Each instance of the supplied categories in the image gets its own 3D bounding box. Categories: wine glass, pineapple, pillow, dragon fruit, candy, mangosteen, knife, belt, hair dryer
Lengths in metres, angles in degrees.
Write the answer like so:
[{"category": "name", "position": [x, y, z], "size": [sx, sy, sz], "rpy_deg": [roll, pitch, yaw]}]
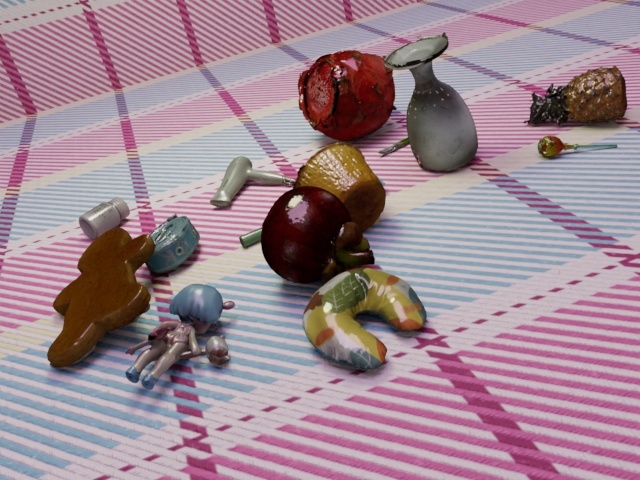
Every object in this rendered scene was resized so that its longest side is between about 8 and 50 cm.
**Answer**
[{"category": "wine glass", "position": [0.302, -0.356, 1.597], "size": [0.190, 0.357, 0.190], "rpy_deg": [-18, 36, 14]}, {"category": "pineapple", "position": [0.722, -0.399, 1.711], "size": [0.279, 0.158, 0.158], "rpy_deg": [-5, 30, 36]}, {"category": "pillow", "position": [0.082, 0.142, 1.139], "size": [0.233, 0.086, 0.214], "rpy_deg": [-32, 46, -32]}, {"category": "dragon fruit", "position": [0.090, -0.469, 1.912], "size": [0.302, 0.295, 0.295], "rpy_deg": [-28, 34, -28]}, {"category": "candy", "position": [0.676, -0.248, 1.571], "size": [0.201, 0.060, 0.060], "rpy_deg": [1, 33, 6]}, {"category": "mangosteen", "position": [0.000, 0.000, 1.283], "size": [0.257, 0.215, 0.215], "rpy_deg": [22, 41, 14]}, {"category": "knife", "position": [0.243, -0.295, 1.823], "size": [0.184, 0.026, 0.022], "rpy_deg": [-26, 73, -24]}, {"category": "belt", "position": [-0.378, 0.011, 1.507], "size": [0.148, 0.082, 0.163], "rpy_deg": [11, 47, 48]}, {"category": "hair dryer", "position": [-0.182, -0.164, 1.754], "size": [0.237, 0.075, 0.206], "rpy_deg": [4, 42, 12]}]

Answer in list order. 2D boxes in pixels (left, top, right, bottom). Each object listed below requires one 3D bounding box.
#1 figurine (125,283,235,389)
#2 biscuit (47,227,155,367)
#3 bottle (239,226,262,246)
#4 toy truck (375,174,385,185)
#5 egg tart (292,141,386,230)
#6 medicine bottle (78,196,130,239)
[{"category": "figurine", "position": [-0.263, 0.183, 1.168], "size": [0.205, 0.103, 0.260], "rpy_deg": [5, 35, 28]}, {"category": "biscuit", "position": [-0.492, 0.102, 1.386], "size": [0.283, 0.064, 0.432], "rpy_deg": [-36, 32, 1]}, {"category": "bottle", "position": [-0.164, -0.012, 1.513], "size": [0.083, 0.030, 0.030], "rpy_deg": [-25, 33, -19]}, {"category": "toy truck", "position": [0.134, -0.154, 1.613], "size": [0.090, 0.056, 0.073], "rpy_deg": [14, 33, 18]}, {"category": "egg tart", "position": [0.053, -0.120, 1.451], "size": [0.215, 0.215, 0.171], "rpy_deg": [-26, 44, -19]}, {"category": "medicine bottle", "position": [-0.623, -0.067, 1.727], "size": [0.080, 0.080, 0.130], "rpy_deg": [11, 38, 34]}]
